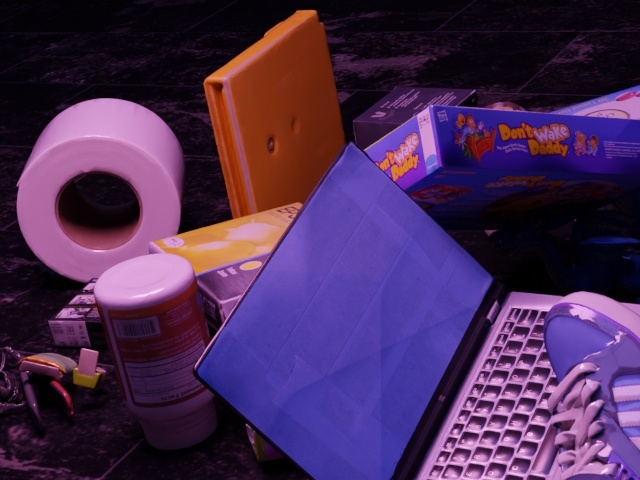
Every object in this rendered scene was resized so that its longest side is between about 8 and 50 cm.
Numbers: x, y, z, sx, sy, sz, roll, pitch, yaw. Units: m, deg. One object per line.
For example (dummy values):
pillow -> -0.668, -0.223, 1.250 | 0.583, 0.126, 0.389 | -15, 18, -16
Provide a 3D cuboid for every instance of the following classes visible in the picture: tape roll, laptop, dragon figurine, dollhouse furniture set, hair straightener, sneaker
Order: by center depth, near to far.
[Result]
sneaker -> 0.249, 0.207, 1.313 | 0.236, 0.130, 0.323 | -19, 63, -31
laptop -> 0.158, 0.110, 1.472 | 0.407, 0.236, 0.382 | 5, 44, 30
dragon figurine -> 0.362, 0.017, 1.788 | 0.289, 0.144, 0.085 | -8, 25, 7
dollhouse furniture set -> -0.309, 0.150, 1.837 | 0.151, 0.059, 0.076 | 12, 8, 8
hair straightener -> -0.396, 0.191, 1.859 | 0.089, 0.047, 0.230 | -21, 26, -20
tape roll -> -0.329, -0.076, 2.170 | 0.246, 0.246, 0.169 | -10, 24, 3

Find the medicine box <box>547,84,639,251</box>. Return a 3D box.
medicine box -> 0.492, -0.107, 1.993 | 0.263, 0.149, 0.289 | -17, 25, -13

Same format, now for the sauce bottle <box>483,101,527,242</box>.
sauce bottle -> 0.273, -0.101, 2.120 | 0.111, 0.111, 0.344 | -6, 24, 11

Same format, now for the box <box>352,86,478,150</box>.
box -> 0.163, -0.185, 2.369 | 0.158, 0.093, 0.156 | 7, 31, 33

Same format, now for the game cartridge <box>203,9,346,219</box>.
game cartridge -> -0.061, -0.180, 2.227 | 0.052, 0.285, 0.324 | 2, 27, 26

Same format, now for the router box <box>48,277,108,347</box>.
router box -> -0.272, 0.101, 2.002 | 0.178, 0.046, 0.133 | 0, 26, 23

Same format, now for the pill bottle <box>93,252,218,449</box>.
pill bottle -> -0.188, 0.134, 1.688 | 0.121, 0.216, 0.121 | -9, 25, 4

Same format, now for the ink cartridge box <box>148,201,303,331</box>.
ink cartridge box -> -0.030, 0.021, 1.810 | 0.307, 0.072, 0.303 | -18, 18, -18

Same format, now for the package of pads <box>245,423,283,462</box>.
package of pads -> 0.011, 0.144, 1.723 | 0.229, 0.101, 0.296 | -10, 24, 0

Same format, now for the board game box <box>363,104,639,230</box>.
board game box -> 0.222, -0.083, 1.779 | 0.347, 0.078, 0.233 | 1, -17, -31
